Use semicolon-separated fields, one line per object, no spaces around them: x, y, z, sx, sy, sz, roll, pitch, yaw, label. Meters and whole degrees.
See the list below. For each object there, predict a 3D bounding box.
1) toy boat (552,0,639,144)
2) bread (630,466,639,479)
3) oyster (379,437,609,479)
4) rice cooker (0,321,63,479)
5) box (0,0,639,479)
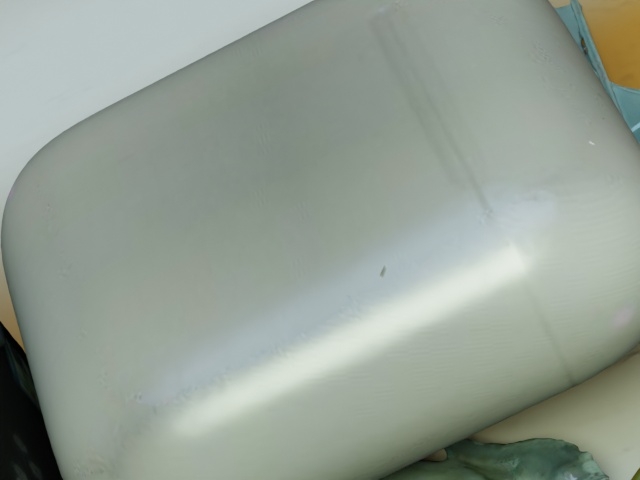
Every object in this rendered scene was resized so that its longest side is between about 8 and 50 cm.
0.154;-0.071;1.169;0.220;0.067;0.291;-19;46;5;toy boat
0.162;0.166;0.953;0.139;0.084;0.074;-36;50;-10;bread
0.024;0.180;0.988;0.199;0.087;0.252;8;45;41;oyster
-0.267;0.124;1.051;0.267;0.224;0.267;-11;51;13;rice cooker
0.000;0.001;1.039;0.349;0.141;0.288;-27;48;4;box
